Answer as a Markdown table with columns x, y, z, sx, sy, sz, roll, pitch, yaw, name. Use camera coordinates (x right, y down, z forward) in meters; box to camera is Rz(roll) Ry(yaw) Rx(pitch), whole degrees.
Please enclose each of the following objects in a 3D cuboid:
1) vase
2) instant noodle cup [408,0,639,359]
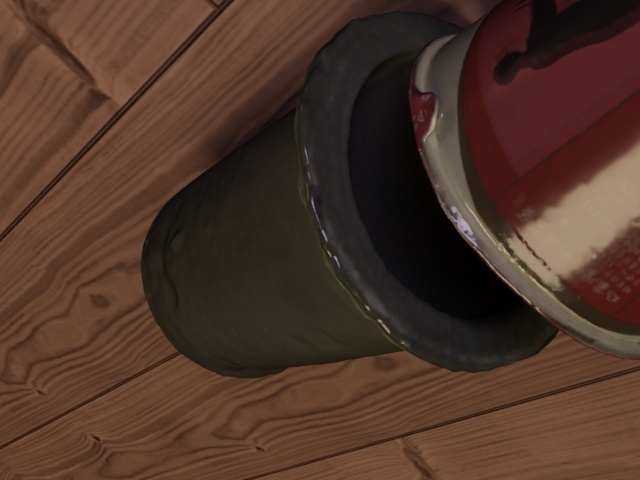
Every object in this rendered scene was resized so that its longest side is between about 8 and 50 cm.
| x | y | z | sx | sy | sz | roll | pitch | yaw | name |
| --- | --- | --- | --- | --- | --- | --- | --- | --- | --- |
| 0.000 | 0.000 | 0.645 | 0.245 | 0.245 | 0.291 | 42 | 143 | -22 | vase |
| 0.191 | -0.075 | 0.471 | 0.235 | 0.234 | 0.178 | 36 | 132 | -15 | instant noodle cup |
